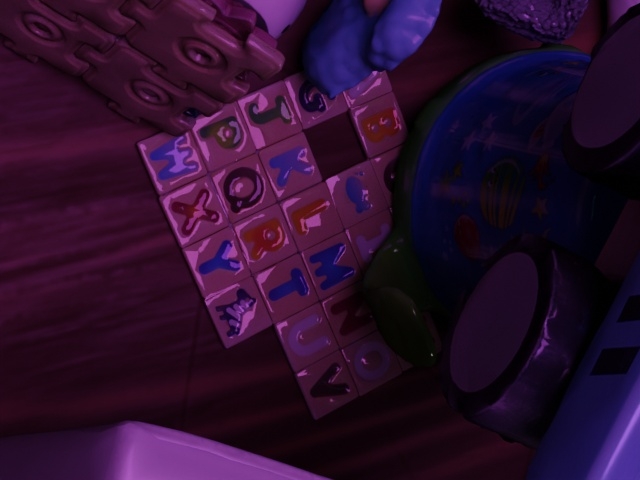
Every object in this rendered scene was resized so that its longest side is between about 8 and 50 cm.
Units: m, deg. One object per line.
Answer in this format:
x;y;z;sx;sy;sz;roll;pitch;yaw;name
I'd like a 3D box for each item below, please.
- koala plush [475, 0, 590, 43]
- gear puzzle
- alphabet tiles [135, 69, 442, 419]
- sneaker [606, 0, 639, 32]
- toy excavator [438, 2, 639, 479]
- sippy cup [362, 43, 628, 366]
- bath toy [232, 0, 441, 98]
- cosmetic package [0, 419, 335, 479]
0.124;-0.292;0.836;0.221;0.203;0.196;25;58;4;koala plush
-0.187;-0.179;0.708;0.339;0.175;0.044;31;65;-21;gear puzzle
0.000;0.000;0.875;0.198;0.009;0.237;-26;100;-20;alphabet tiles
0.246;-0.135;0.953;0.061;0.053;0.152;-14;97;-19;sneaker
0.225;0.118;0.492;0.222;0.445;0.433;26;92;-18;toy excavator
0.193;-0.019;0.815;0.240;0.224;0.306;29;88;-16;sippy cup
-0.092;-0.217;0.749;0.348;0.129;0.151;26;108;-19;bath toy
-0.067;0.332;0.642;0.327;0.329;0.394;22;71;-24;cosmetic package
